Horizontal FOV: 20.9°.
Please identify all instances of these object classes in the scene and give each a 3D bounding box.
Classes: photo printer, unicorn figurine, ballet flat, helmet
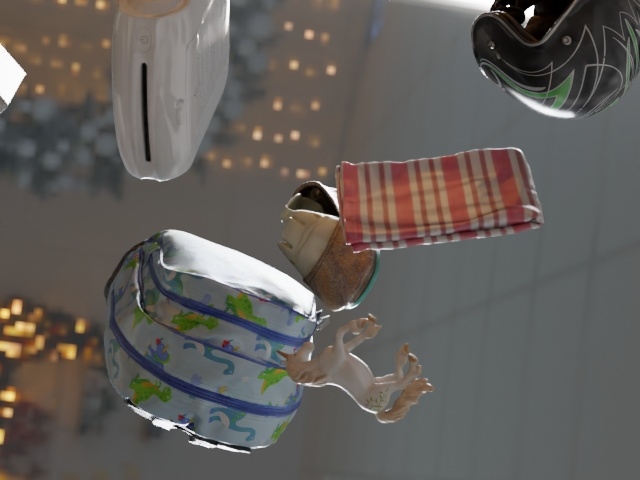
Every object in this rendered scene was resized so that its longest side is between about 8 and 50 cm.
[{"bbox_3d":[-0.195,-0.241,2.266,0.307,0.107,0.256,-74,168,-56],"label":"photo printer"},{"bbox_3d":[0.033,0.134,1.849,0.111,0.162,0.060,-50,165,13],"label":"unicorn figurine"},{"bbox_3d":[0.000,0.000,2.090,0.107,0.106,0.316,-59,-169,10],"label":"ballet flat"},{"bbox_3d":[0.254,-0.205,1.773,0.169,0.161,0.169,-31,132,-43],"label":"helmet"}]

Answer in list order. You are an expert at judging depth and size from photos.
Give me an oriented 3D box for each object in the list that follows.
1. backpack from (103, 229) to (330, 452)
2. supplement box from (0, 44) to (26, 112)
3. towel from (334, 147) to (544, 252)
[{"bbox_3d":[-0.132,0.121,2.114,0.273,0.290,0.355,-60,-173,24],"label":"backpack"},{"bbox_3d":[-0.471,-0.204,2.272,0.111,0.114,0.220,-38,-164,7],"label":"supplement box"},{"bbox_3d":[0.115,-0.044,1.716,0.144,0.197,0.029,-97,179,-58],"label":"towel"}]
